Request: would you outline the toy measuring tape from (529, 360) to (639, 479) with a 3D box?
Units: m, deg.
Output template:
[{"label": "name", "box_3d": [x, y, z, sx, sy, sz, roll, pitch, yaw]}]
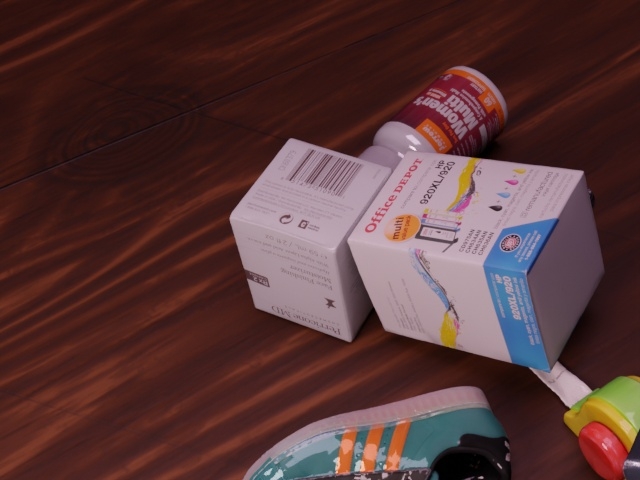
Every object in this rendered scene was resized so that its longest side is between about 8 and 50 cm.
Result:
[{"label": "toy measuring tape", "box_3d": [0.308, 0.169, 1.225, 0.121, 0.121, 0.330, -30, 51, -16]}]

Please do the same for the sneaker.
[{"label": "sneaker", "box_3d": [0.065, 0.258, 1.194, 0.302, 0.108, 0.121, -18, 44, -7]}]

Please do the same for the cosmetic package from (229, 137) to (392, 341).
[{"label": "cosmetic package", "box_3d": [0.000, 0.000, 1.378, 0.151, 0.184, 0.151, 18, 54, 25]}]

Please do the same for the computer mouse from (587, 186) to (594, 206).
[{"label": "computer mouse", "box_3d": [0.291, 0.004, 1.421, 0.071, 0.041, 0.242, 22, 55, 27]}]

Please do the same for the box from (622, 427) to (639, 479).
[{"label": "box", "box_3d": [0.502, 0.169, 1.023, 0.293, 0.212, 0.395, 0, 33, 37]}]

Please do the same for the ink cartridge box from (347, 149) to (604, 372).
[{"label": "ink cartridge box", "box_3d": [0.185, 0.017, 1.285, 0.232, 0.168, 0.171, 11, 50, 35]}]

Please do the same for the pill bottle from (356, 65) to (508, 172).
[{"label": "pill bottle", "box_3d": [0.149, -0.135, 1.512, 0.121, 0.121, 0.221, 32, 61, 31]}]
